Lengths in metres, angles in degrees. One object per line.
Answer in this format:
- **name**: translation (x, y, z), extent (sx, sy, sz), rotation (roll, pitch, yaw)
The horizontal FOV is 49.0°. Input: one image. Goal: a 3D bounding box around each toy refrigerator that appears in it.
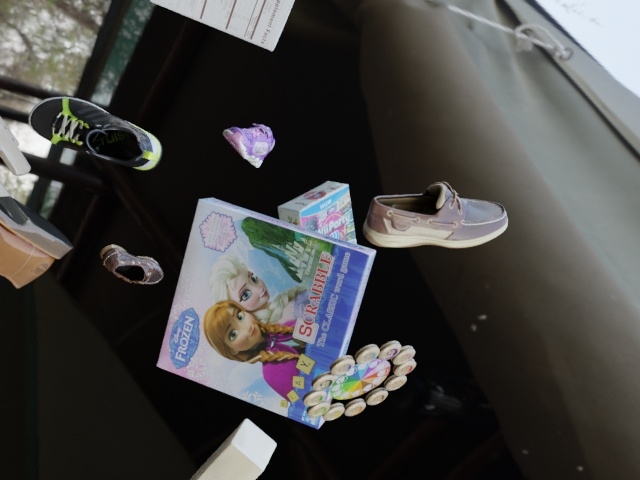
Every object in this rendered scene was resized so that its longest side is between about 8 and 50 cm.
- **toy refrigerator**: translation (-0.210, 0.500, 1.430), extent (0.269, 0.094, 0.102), rotation (-50, 180, 18)

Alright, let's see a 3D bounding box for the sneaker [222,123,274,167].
- **sneaker**: translation (-0.182, -0.272, 1.879), extent (0.104, 0.236, 0.095), rotation (-40, -99, 5)

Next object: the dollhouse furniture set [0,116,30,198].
- **dollhouse furniture set**: translation (-0.702, -0.051, 1.246), extent (0.303, 0.198, 0.286), rotation (-28, -169, 13)

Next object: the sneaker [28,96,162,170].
- **sneaker**: translation (-0.365, -0.177, 1.128), extent (0.097, 0.234, 0.084), rotation (-43, 150, -85)

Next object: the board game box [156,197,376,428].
- **board game box**: translation (-0.100, 0.122, 1.224), extent (0.066, 0.318, 0.319), rotation (-17, 124, -74)

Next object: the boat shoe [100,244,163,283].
- **boat shoe**: translation (-0.458, 0.076, 1.735), extent (0.073, 0.207, 0.073), rotation (-49, -120, 7)

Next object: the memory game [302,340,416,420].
- **memory game**: translation (0.059, 0.209, 1.030), extent (0.186, 0.186, 0.012), rotation (-55, -133, 29)

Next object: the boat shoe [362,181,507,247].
- **boat shoe**: translation (0.265, -0.065, 1.556), extent (0.123, 0.342, 0.123), rotation (-107, -161, -51)

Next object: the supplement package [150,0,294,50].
- **supplement package**: translation (-0.122, -0.355, 0.946), extent (0.105, 0.179, 0.105), rotation (122, -18, -48)

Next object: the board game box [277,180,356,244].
- **board game box**: translation (0.000, 0.000, 2.150), extent (0.097, 0.224, 0.303), rotation (15, -56, 42)

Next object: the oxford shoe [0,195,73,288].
- **oxford shoe**: translation (-0.301, -0.020, 0.567), extent (0.076, 0.212, 0.076), rotation (-47, -133, -4)
